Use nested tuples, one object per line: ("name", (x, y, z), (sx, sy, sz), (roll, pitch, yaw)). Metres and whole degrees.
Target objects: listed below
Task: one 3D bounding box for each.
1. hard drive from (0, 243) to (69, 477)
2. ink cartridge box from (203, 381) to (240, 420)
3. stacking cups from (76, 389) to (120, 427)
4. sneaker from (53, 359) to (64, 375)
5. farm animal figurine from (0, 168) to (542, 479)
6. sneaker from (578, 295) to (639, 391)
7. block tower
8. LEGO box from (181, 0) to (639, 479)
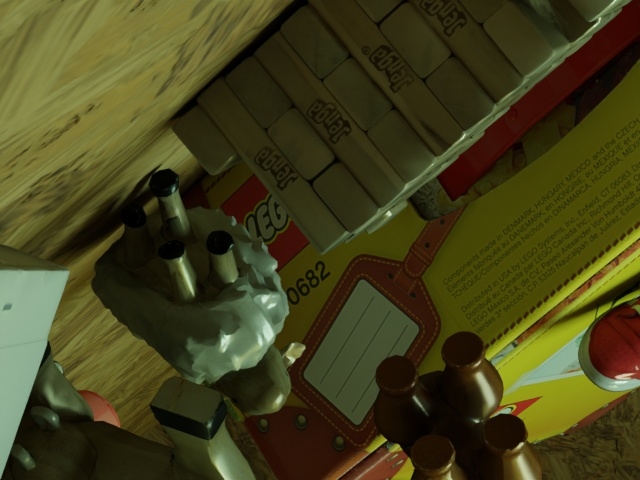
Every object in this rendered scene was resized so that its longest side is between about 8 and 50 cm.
("hard drive", (-0.170, 0.149, 0.604), (0.203, 0.040, 0.307), (18, 91, -86))
("ink cartridge box", (-0.035, 0.095, 2.147), (0.207, 0.119, 0.353), (-39, 177, -17))
("stacking cups", (-0.265, 0.204, 1.360), (0.096, 0.096, 0.316), (-43, -179, 37))
("sneaker", (-0.177, 0.089, 1.122), (0.037, 0.032, 0.083), (-41, 178, 17))
("farm animal figurine", (-0.065, 0.168, 0.800), (0.330, 0.327, 0.172), (-43, 147, -21))
("sneaker", (0.183, 0.033, 0.889), (0.118, 0.042, 0.067), (-27, 167, -38))
("block tower", (0.093, -0.127, 0.742), (0.335, 0.097, 0.091), (-40, 177, 22))
("LEGO box", (0.204, -0.079, 1.020), (0.500, 0.193, 0.372), (-42, 160, 27))
